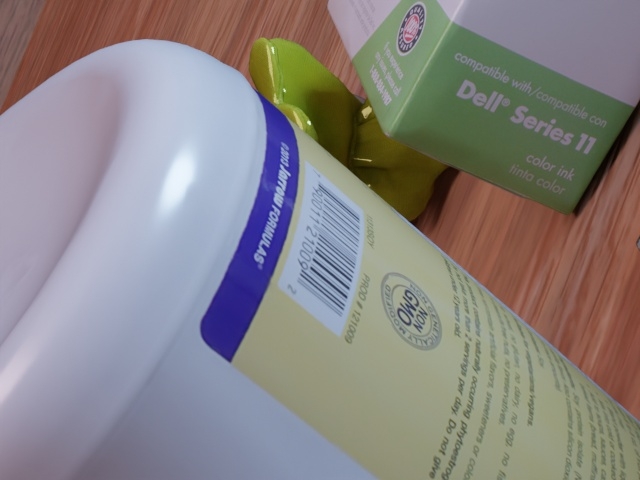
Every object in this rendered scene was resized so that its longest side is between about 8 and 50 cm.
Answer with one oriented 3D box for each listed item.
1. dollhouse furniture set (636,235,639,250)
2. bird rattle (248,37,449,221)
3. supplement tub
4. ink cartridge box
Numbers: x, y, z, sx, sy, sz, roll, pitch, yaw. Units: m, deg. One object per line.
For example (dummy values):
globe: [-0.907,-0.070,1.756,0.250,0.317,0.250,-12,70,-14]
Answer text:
dollhouse furniture set: [0.195,-0.045,0.651,0.212,0.161,0.242,-61,20,16]
bird rattle: [0.000,0.000,1.233,0.207,0.143,0.253,-101,24,-76]
supplement tub: [-0.008,0.117,0.680,0.241,0.331,0.241,-40,25,22]
ink cartridge box: [0.148,-0.217,1.027,0.353,0.119,0.207,-60,20,19]
